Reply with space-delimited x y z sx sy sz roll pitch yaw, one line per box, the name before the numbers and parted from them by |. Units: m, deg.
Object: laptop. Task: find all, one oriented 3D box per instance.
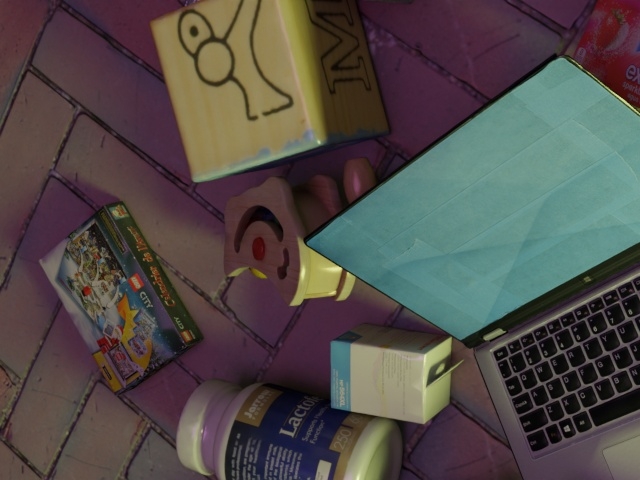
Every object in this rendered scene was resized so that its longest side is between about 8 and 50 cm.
laptop | 0.241 0.097 1.035 0.382 0.236 0.408 -36 66 42

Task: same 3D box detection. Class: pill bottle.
pill bottle | -0.042 0.268 1.322 0.264 0.153 0.153 12 104 25

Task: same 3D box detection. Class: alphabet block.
alphabet block | -0.057 -0.192 1.228 0.192 0.193 0.197 -13 93 28

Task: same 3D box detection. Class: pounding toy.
pounding toy | 0.000 0.000 1.261 0.269 0.155 0.154 -18 78 60

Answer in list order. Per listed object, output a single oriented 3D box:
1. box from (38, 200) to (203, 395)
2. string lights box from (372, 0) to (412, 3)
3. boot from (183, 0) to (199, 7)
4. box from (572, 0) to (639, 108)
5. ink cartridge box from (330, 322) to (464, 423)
box | -0.288 0.084 1.482 0.159 0.044 0.233 -35 82 28
string lights box | -0.007 -0.370 1.203 0.259 0.133 0.077 35 114 19
boot | -0.150 -0.335 1.330 0.086 0.069 0.190 34 105 26
box | 0.370 -0.164 0.972 0.257 0.128 0.123 53 128 57
ink cartridge box | 0.095 0.162 1.267 0.143 0.092 0.090 7 102 27
